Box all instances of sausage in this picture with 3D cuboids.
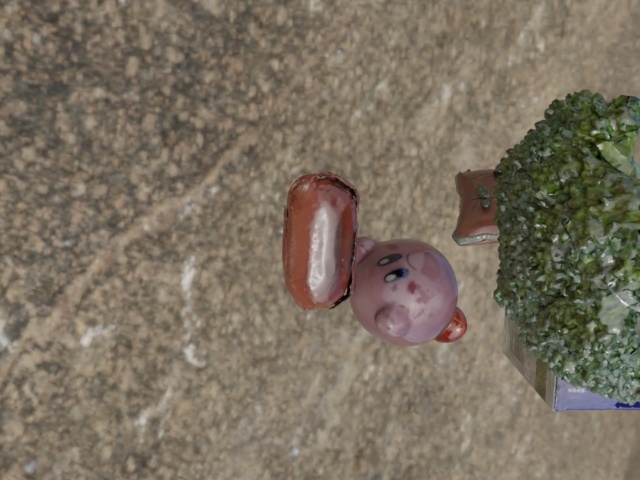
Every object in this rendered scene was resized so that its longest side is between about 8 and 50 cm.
[{"bbox_3d":[0.000,0.000,0.911,0.076,0.076,0.141,-20,116,-52],"label":"sausage"}]

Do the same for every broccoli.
[{"bbox_3d":[0.274,0.001,0.906,0.260,0.235,0.287,-19,115,-57],"label":"broccoli"}]

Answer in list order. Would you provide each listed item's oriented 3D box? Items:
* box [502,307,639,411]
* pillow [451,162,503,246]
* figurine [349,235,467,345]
[{"bbox_3d":[0.447,0.190,1.588,0.299,0.200,0.106,-111,-157,-76],"label":"box"},{"bbox_3d":[0.274,-0.057,1.331,0.179,0.172,0.075,-74,157,-54],"label":"pillow"},{"bbox_3d":[0.122,0.076,1.401,0.173,0.173,0.173,-22,118,-51],"label":"figurine"}]
